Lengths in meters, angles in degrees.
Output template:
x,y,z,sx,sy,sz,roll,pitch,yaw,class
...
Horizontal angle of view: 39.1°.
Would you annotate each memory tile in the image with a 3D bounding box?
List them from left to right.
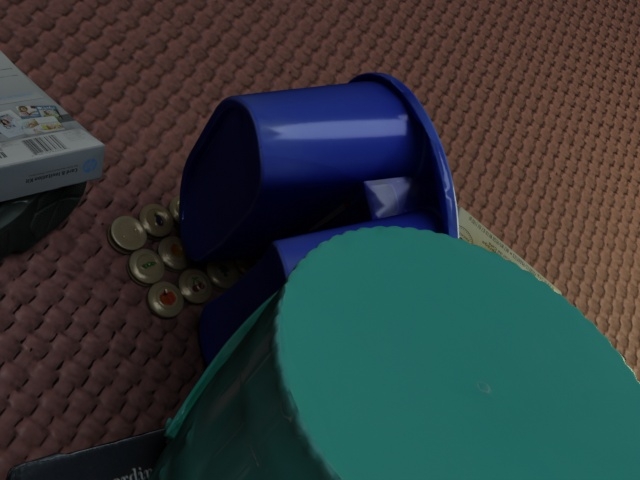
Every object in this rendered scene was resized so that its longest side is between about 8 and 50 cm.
x,y,z,sx,sy,sz,roll,pitch,yaw,class
-0.130,0.007,0.900,0.148,0.012,0.113,-25,81,-42,memory tile

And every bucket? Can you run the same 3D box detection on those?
x,y,z,sx,sy,sz,roll,pitch,yaw,class
0.052,0.136,0.531,0.281,0.183,0.281,18,39,-16,bucket

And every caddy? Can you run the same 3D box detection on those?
x,y,z,sx,sy,sz,roll,pitch,yaw,class
0.000,0.000,0.782,0.179,0.341,0.241,-6,77,-22,caddy

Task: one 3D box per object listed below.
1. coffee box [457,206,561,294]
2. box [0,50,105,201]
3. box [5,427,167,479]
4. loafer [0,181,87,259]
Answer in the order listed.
x,y,z,sx,sy,sz,roll,pitch,yaw,class
0.133,0.134,0.948,0.168,0.119,0.297,38,49,-14,coffee box
-0.296,-0.099,0.765,0.145,0.038,0.186,-20,49,-42,box
-0.020,0.326,0.594,0.293,0.212,0.395,-8,52,-38,box
-0.308,-0.007,0.741,0.084,0.096,0.267,33,40,10,loafer
